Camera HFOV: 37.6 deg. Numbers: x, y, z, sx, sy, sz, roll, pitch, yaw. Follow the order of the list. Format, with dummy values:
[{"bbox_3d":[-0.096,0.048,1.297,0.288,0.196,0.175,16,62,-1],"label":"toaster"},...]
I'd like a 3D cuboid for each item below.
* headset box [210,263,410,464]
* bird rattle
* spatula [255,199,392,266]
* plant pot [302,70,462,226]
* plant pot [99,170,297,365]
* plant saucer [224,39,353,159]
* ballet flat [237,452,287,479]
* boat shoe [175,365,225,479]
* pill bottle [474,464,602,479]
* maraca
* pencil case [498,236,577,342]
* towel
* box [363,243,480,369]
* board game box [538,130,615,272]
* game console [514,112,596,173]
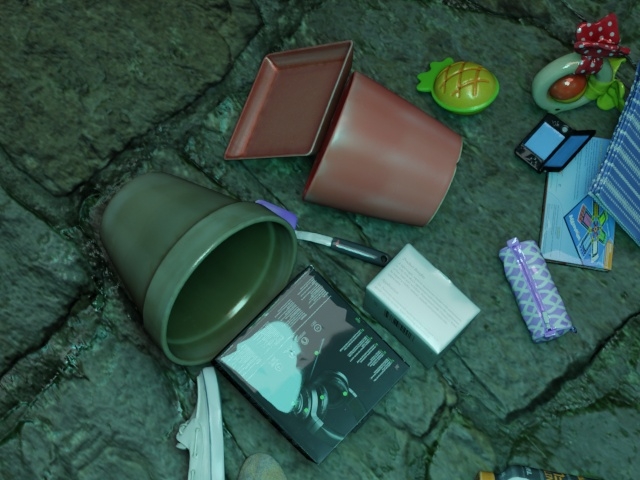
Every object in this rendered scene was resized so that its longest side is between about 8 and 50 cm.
[{"bbox_3d":[-0.013,0.232,1.714,0.283,0.131,0.246,45,77,-1],"label":"headset box"},{"bbox_3d":[0.523,-0.324,1.876,0.207,0.253,0.143,-25,69,18],"label":"bird rattle"},{"bbox_3d":[0.000,0.000,1.867,0.297,0.030,0.084,17,74,5],"label":"spatula"},{"bbox_3d":[0.124,-0.158,1.812,0.243,0.275,0.274,21,73,-5],"label":"plant pot"},{"bbox_3d":[-0.251,0.023,1.740,0.280,0.323,0.323,37,75,28],"label":"plant pot"},{"bbox_3d":[-0.055,-0.268,1.881,0.259,0.048,0.259,2,66,45],"label":"plant saucer"},{"bbox_3d":[-0.098,0.531,1.655,0.108,0.106,0.315,-5,72,-2],"label":"ballet flat"},{"bbox_3d":[-0.221,0.366,1.719,0.088,0.096,0.267,-2,80,-6],"label":"boat shoe"},{"bbox_3d":[0.394,0.473,1.665,0.246,0.130,0.130,10,72,2],"label":"pill bottle"},{"bbox_3d":[0.283,-0.322,1.943,0.127,0.099,0.186,-42,51,-18],"label":"maraca"},{"bbox_3d":[0.412,0.099,1.808,0.086,0.088,0.206,-29,69,23],"label":"pencil case"},{"bbox_3d":[0.649,-0.168,1.859,0.243,0.040,0.335,37,71,-33],"label":"towel"},{"bbox_3d":[0.184,0.126,1.749,0.181,0.182,0.119,44,79,13],"label":"box"},{"bbox_3d":[0.525,-0.082,1.900,0.145,0.027,0.281,9,72,5],"label":"board game box"},{"bbox_3d":[0.470,-0.198,1.887,0.107,0.071,0.122,41,76,13],"label":"game console"}]
